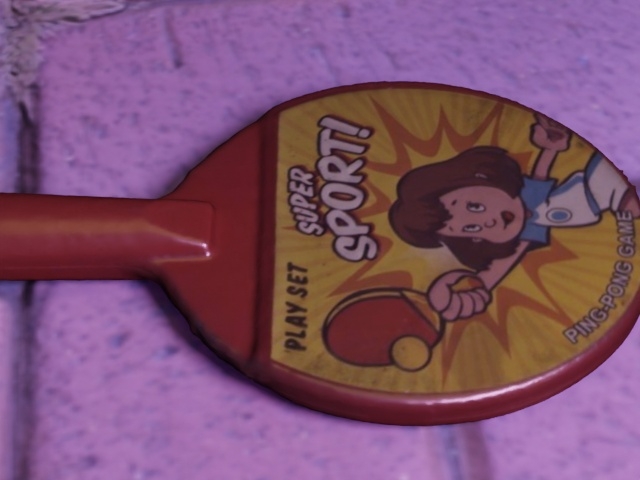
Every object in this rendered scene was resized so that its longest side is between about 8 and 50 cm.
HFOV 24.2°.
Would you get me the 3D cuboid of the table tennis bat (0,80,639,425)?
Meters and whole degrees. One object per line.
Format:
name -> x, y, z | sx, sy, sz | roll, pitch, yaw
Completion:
table tennis bat -> 0.000, 0.000, 0.930 | 0.414, 0.051, 0.268 | 1, 49, 0
